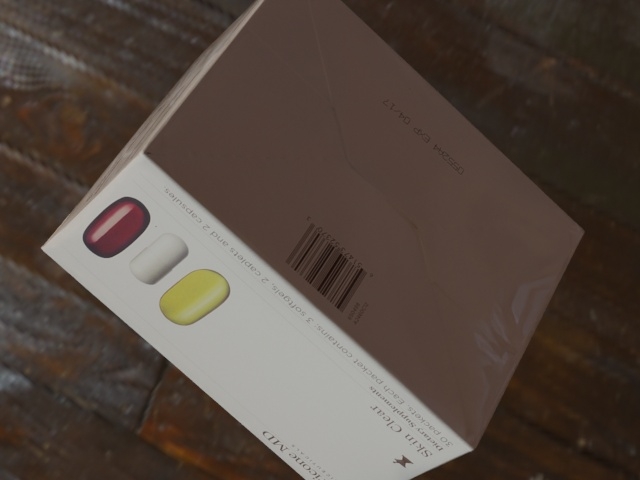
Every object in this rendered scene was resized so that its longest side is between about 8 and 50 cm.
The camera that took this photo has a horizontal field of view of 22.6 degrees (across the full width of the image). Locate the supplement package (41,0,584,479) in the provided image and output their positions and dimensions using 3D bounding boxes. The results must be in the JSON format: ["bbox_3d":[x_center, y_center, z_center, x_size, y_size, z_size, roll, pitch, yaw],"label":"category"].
[{"bbox_3d":[0.000,0.000,1.016,0.262,0.204,0.145,42,141,-10],"label":"supplement package"}]
